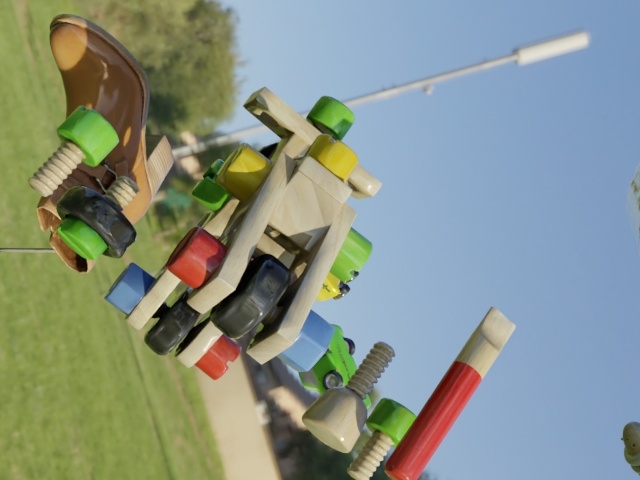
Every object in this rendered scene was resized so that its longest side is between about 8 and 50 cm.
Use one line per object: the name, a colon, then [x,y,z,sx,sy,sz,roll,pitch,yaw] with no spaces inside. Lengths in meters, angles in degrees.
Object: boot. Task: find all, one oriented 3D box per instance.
boot: [-0.207,-0.082,1.012,0.073,0.152,0.197,1,-45,34]

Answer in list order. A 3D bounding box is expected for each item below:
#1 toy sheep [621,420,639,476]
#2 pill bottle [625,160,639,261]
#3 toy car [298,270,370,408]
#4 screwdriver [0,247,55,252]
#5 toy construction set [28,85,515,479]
toy sheep: [0.456,0.284,1.546,0.132,0.091,0.091,35,-6,-7]
pill bottle: [0.319,-0.019,0.971,0.208,0.119,0.119,-62,140,-70]
toy car: [-0.015,0.080,1.190,0.239,0.053,0.225,14,49,-56]
screwdriver: [-0.309,0.011,1.119,0.025,0.169,0.024,85,9,-59]
toy construction set: [0.000,0.000,0.843,0.309,0.237,0.257,34,-21,13]
